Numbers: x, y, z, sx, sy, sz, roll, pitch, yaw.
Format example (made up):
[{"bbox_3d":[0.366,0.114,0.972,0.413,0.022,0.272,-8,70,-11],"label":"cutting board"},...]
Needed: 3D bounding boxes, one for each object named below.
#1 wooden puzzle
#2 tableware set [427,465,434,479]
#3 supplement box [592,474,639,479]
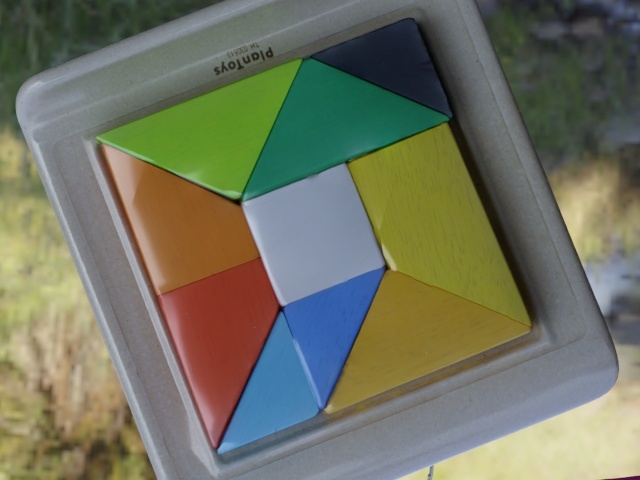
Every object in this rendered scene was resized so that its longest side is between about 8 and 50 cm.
[{"bbox_3d":[0.000,0.000,0.755,0.221,0.238,0.044,-21,-178,-3],"label":"wooden puzzle"},{"bbox_3d":[0.098,0.259,1.412,0.024,0.104,0.154,9,142,7],"label":"tableware set"},{"bbox_3d":[0.122,0.191,0.521,0.111,0.114,0.220,-13,119,40],"label":"supplement box"}]
